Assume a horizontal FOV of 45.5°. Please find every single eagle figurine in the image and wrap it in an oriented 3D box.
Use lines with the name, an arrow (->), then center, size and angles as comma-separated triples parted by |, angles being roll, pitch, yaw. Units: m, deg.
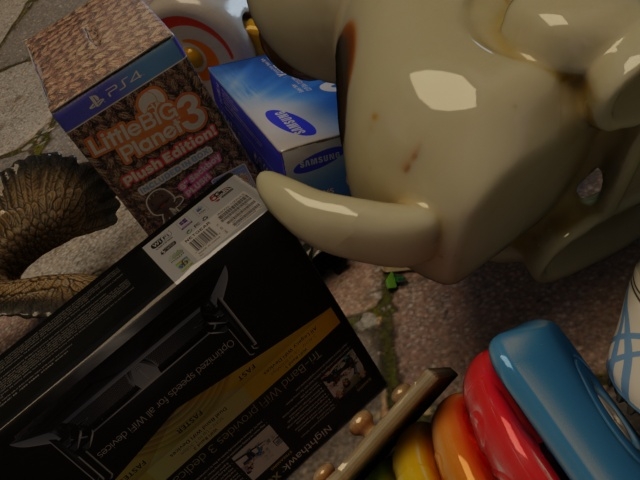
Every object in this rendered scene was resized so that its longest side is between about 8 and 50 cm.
eagle figurine -> -0.367, 0.043, 0.925 | 0.298, 0.226, 0.225 | -32, 19, 5

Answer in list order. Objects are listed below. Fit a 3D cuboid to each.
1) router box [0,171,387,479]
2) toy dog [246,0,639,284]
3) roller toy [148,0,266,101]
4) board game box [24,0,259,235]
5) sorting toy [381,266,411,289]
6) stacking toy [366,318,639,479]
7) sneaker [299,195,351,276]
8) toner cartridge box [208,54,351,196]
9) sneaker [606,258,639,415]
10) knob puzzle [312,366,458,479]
router box -> -0.117, 0.133, 0.626 | 0.309, 0.243, 0.081 | -40, 40, -12
toy dog -> 0.087, -0.161, 0.672 | 0.396, 0.284, 0.408 | -28, 58, -11
roller toy -> -0.173, -0.316, 1.181 | 0.191, 0.209, 0.146 | -41, 21, 49
board game box -> -0.187, -0.120, 0.899 | 0.141, 0.291, 0.232 | -34, 40, -4
sorting toy -> 0.095, 0.018, 0.799 | 0.062, 0.012, 0.083 | -5, 45, 28
stacking toy -> 0.075, 0.200, 0.527 | 0.302, 0.175, 0.165 | -37, 75, 16
sneaker -> 0.000, 0.000, 0.848 | 0.078, 0.067, 0.188 | 17, 54, 17
toner cartridge box -> -0.018, -0.155, 0.939 | 0.165, 0.075, 0.348 | -18, 31, -13
sneaker -> 0.262, 0.053, 0.548 | 0.085, 0.086, 0.237 | 17, 34, 16
knob puzzle -> 0.022, 0.163, 0.567 | 0.030, 0.213, 0.213 | 42, 74, 16
